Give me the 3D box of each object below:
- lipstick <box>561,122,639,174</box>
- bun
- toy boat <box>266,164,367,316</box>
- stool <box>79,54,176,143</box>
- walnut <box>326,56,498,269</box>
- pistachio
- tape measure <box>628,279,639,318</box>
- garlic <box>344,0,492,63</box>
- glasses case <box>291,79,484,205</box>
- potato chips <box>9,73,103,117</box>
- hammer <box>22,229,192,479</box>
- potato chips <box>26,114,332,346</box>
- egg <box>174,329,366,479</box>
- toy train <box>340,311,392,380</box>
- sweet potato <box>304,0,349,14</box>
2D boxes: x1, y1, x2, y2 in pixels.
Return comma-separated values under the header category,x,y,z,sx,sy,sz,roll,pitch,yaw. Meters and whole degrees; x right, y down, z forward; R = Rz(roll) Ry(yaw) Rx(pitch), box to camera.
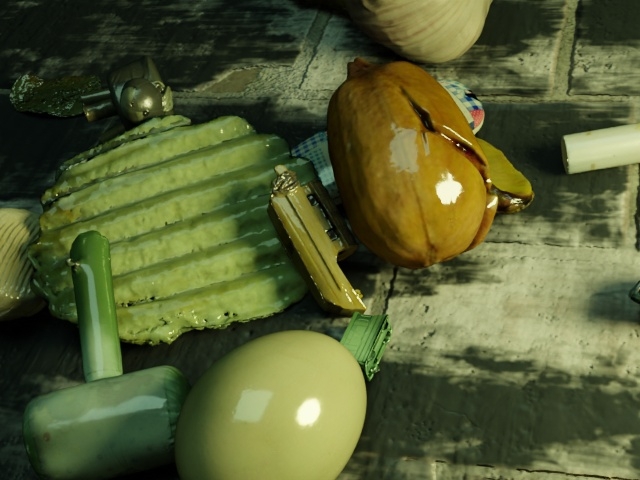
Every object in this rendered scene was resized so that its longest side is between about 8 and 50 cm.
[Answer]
category,x,y,z,sx,sy,sz,roll,pitch,yaw
lipstick,0.473,-0.141,1.362,0.264,0.059,0.059,-8,44,6
bun,-0.447,0.044,1.386,0.166,0.113,0.173,48,47,9
toy boat,0.000,0.000,1.284,0.088,0.068,0.226,-26,76,-19
stool,-0.304,-0.212,1.545,0.139,0.228,0.153,-23,75,-6
walnut,0.108,-0.118,1.298,0.209,0.209,0.336,-20,66,-5
pistachio,0.234,-0.085,1.378,0.090,0.049,0.173,-4,38,-22
tape measure,0.419,0.058,1.159,0.094,0.091,0.054,-47,43,-7
garlic,0.149,-0.455,1.595,0.259,0.317,0.317,-22,38,30
glasses case,0.093,-0.147,1.457,0.327,0.076,0.125,-28,46,-11
potato chips,-0.476,-0.271,1.776,0.209,0.026,0.142,26,55,34
hammer,-0.272,0.129,1.203,0.207,0.119,0.335,-14,63,-1
potato chips,-0.199,-0.029,1.362,0.429,0.070,0.358,-16,62,-4
egg,-0.052,0.200,1.072,0.186,0.186,0.242,24,54,33
toy train,0.054,0.131,1.220,0.056,0.038,0.093,8,49,25
sweet potato,0.032,-0.460,1.788,0.244,0.077,0.077,27,58,31
